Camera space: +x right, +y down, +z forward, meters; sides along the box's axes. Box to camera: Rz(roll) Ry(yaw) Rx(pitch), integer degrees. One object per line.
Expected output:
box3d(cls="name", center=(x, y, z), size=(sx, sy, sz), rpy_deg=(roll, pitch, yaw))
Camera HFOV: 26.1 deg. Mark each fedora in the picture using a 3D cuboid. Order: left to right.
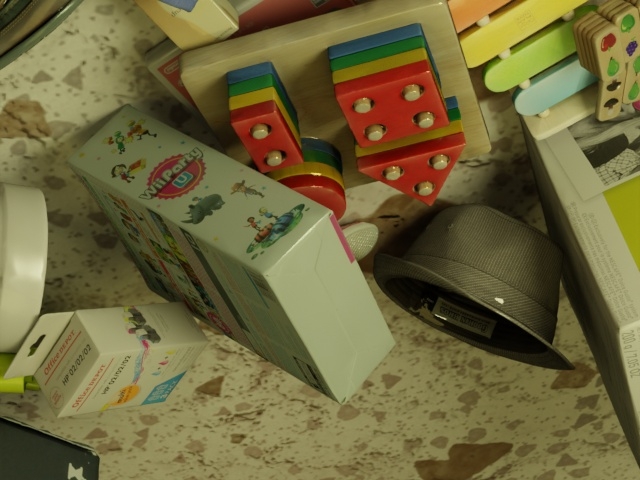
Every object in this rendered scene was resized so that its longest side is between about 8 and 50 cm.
box3d(cls="fedora", center=(0.189, 0.040, 1.549), size=(0.244, 0.275, 0.124), rpy_deg=(32, 79, -17))

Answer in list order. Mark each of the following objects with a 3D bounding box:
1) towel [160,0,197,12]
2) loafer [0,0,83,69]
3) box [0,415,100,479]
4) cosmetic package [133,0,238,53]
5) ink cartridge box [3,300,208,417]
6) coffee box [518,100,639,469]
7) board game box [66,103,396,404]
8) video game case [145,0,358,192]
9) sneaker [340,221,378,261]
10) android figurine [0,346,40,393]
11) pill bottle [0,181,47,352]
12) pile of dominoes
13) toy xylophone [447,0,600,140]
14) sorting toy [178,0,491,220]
box3d(cls="towel", center=(-0.131, -0.372, 1.113), size=(0.243, 0.040, 0.336), rpy_deg=(18, 113, -33))
box3d(cls="loafer", center=(-0.236, -0.253, 1.236), size=(0.267, 0.096, 0.084), rpy_deg=(-37, 114, 12))
box3d(cls="box", center=(-0.511, 0.486, 1.549), size=(0.472, 0.479, 0.297), rpy_deg=(-29, 138, 34))
box3d(cls="cosmetic package", center=(-0.134, -0.229, 1.289), size=(0.060, 0.041, 0.115), rpy_deg=(-36, 120, 19))
box3d(cls="ink cartridge box", center=(-0.218, 0.122, 1.404), size=(0.181, 0.061, 0.104), rpy_deg=(-3, 139, -47))
box3d(cls="coffee box", center=(0.446, 0.017, 1.499), size=(0.334, 0.338, 0.337), rpy_deg=(-19, 137, 5))
box3d(cls="board game box", center=(-0.090, 0.012, 1.380), size=(0.097, 0.303, 0.224), rpy_deg=(-47, 140, -20))
box3d(cls="video game case", center=(-0.017, -0.151, 1.430), size=(0.204, 0.025, 0.285), rpy_deg=(-30, 135, 15))
box3d(cls="sneaker", center=(0.000, 0.000, 1.580), size=(0.134, 0.070, 0.051), rpy_deg=(-25, 135, -34))
box3d(cls="android figurine", center=(-0.368, 0.138, 1.521), size=(0.273, 0.056, 0.248), rpy_deg=(5, 175, -8))
box3d(cls="pill bottle", center=(-0.464, 0.011, 1.342), size=(0.363, 0.210, 0.210), rpy_deg=(6, 133, -22))
box3d(cls="pile of dominoes", center=(0.364, -0.240, 1.362), size=(0.251, 0.040, 0.196), rpy_deg=(-33, 134, -10))
box3d(cls="toy xylophone", center=(0.216, -0.252, 1.350), size=(0.236, 0.081, 0.323), rpy_deg=(-35, 133, 20))
box3d(cls="sorting toy", center=(0.026, -0.106, 1.352), size=(0.257, 0.089, 0.255), rpy_deg=(-14, 148, 10))
